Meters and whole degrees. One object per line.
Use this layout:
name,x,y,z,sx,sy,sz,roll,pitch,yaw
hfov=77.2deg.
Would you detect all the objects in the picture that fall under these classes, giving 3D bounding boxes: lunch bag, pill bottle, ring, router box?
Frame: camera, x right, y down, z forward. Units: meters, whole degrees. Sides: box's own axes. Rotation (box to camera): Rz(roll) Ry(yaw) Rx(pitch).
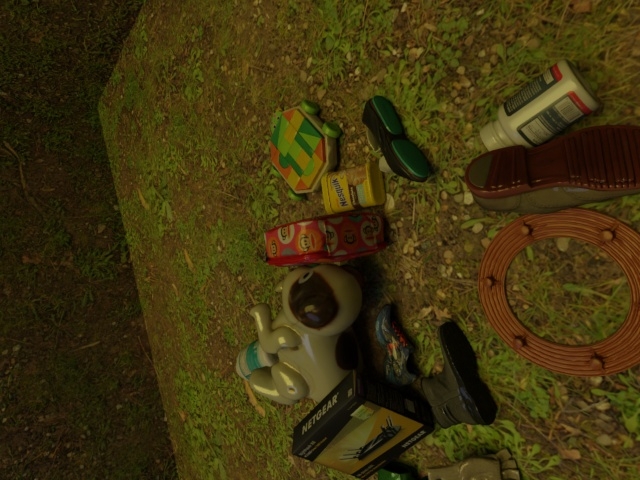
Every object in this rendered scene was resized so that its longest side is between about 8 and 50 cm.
lunch bag,0.000,0.000,1.068,0.258,0.293,0.120,-10,87,51
pill bottle,0.400,-0.234,0.750,0.180,0.108,0.107,-37,70,43
ring,0.469,0.102,0.785,0.337,0.032,0.336,9,103,44
router box,0.104,0.497,1.058,0.308,0.243,0.081,-54,17,29
pill bottle,-0.208,0.431,1.456,0.264,0.146,0.146,-37,70,44

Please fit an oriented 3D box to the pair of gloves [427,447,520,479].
pair of gloves,0.370,0.604,0.900,0.204,0.042,0.240,-21,84,12

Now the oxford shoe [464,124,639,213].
oxford shoe,0.455,-0.115,0.726,0.349,0.130,0.122,1,65,32

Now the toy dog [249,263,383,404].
toy dog,-0.013,0.249,1.083,0.396,0.285,0.407,28,128,34

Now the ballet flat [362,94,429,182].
ballet flat,0.179,-0.235,1.001,0.096,0.095,0.280,-53,49,48

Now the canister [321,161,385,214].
canister,0.090,-0.143,1.111,0.170,0.073,0.126,-8,90,45

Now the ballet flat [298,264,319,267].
ballet flat,-0.044,0.082,1.303,0.070,0.070,0.188,-37,67,43

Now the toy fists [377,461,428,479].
toy fists,0.263,0.683,1.044,0.279,0.096,0.142,-13,74,48

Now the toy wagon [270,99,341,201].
toy wagon,-0.079,-0.304,1.266,0.344,0.068,0.267,53,129,27

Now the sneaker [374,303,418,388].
sneaker,0.206,0.276,1.062,0.087,0.083,0.221,-14,86,28

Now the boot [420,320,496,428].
boot,0.298,0.331,0.967,0.161,0.084,0.246,-34,70,49
